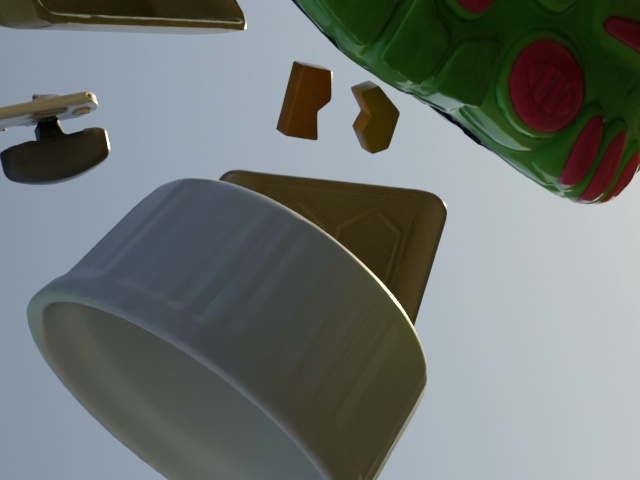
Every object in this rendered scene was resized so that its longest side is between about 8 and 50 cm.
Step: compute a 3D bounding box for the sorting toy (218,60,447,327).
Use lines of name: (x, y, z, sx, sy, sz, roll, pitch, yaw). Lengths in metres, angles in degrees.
sorting toy: (0.000, 0.000, 1.334, 0.229, 0.041, 0.307, 6, -73, -32)

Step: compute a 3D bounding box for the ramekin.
ramekin: (-0.058, 0.084, 1.078, 0.135, 0.277, 0.277, -52, -37, -25)

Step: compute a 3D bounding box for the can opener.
can opener: (-0.339, -0.084, 1.421, 0.076, 0.283, 0.095, 146, 109, -72)

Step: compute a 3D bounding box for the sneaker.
sneaker: (0.048, -0.168, 0.833, 0.185, 0.202, 0.483, -53, -37, -5)

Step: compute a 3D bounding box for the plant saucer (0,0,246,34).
plant saucer: (-0.240, -0.298, 1.276, 0.333, 0.081, 0.333, 60, -155, 8)
